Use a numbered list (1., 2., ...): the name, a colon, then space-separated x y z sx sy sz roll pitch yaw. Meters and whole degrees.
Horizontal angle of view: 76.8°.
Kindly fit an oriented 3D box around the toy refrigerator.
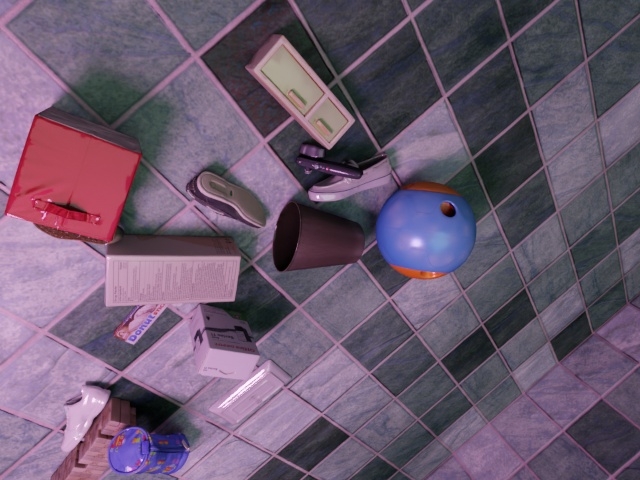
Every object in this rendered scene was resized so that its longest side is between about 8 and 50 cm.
1. toy refrigerator: -0.043 -0.353 0.979 0.102 0.094 0.269 -47 125 4

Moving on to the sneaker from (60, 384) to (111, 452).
1. sneaker: -0.696 0.500 1.153 0.094 0.080 0.212 33 92 -22

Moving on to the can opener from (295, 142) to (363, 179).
1. can opener: 0.022 -0.196 1.063 0.186 0.059 0.073 22 127 12

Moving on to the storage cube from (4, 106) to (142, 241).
1. storage cube: -0.487 -0.137 0.821 0.183 0.215 0.193 19 101 -31

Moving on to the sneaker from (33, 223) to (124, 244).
1. sneaker: -0.548 -0.031 0.932 0.192 0.086 0.064 15 93 1

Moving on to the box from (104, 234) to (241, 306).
1. box: -0.375 0.073 1.035 0.311 0.121 0.148 3 115 -26

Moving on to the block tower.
1. block tower: -0.680 0.636 1.212 0.091 0.097 0.335 33 100 -34

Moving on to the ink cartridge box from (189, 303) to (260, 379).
1. ink cartridge box: -0.274 0.283 1.140 0.153 0.208 0.087 19 107 -32

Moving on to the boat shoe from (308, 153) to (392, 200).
1. boat shoe: 0.085 -0.181 1.131 0.267 0.096 0.088 -17 118 -17

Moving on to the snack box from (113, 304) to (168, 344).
1. snack box: -0.487 0.206 1.115 0.178 0.022 0.064 -48 126 5

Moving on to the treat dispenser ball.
1. treat dispenser ball: 0.307 -0.029 1.194 0.288 0.288 0.288 -11 120 -19

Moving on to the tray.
1. tray: -0.238 0.538 1.403 0.270 0.030 0.145 -39 126 -1

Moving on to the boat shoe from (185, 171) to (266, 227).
1. boat shoe: -0.237 -0.097 1.051 0.079 0.084 0.233 -22 142 34

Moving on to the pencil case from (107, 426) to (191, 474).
1. pencil case: -0.497 0.633 1.211 0.133 0.119 0.306 -15 150 0

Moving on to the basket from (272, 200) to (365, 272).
1. basket: 0.000 0.000 1.157 0.226 0.154 0.204 6 114 -31
